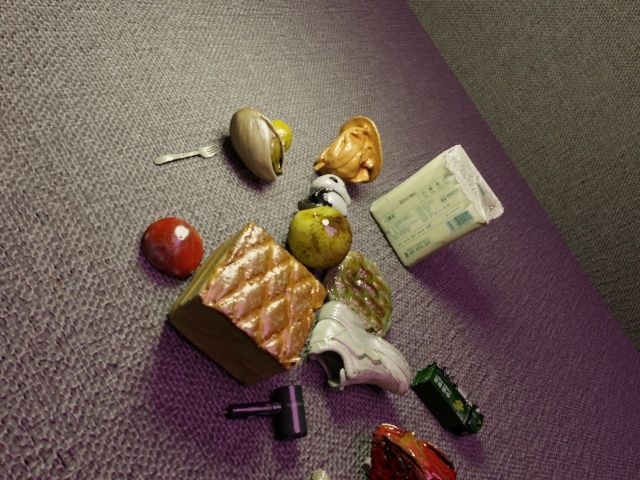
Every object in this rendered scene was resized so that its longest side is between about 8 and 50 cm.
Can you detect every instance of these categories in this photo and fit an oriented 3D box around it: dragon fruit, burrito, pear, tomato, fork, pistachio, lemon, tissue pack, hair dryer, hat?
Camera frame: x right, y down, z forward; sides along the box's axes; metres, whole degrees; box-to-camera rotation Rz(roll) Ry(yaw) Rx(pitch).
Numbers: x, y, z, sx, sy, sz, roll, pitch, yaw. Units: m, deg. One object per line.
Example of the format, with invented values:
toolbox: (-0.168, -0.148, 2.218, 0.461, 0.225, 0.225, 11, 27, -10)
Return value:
dragon fruit: (0.244, 0.638, 1.307, 0.330, 0.240, 0.302, 38, 26, -56)
burrito: (-0.016, 0.613, 1.156, 0.055, 0.041, 0.149, 53, 39, -23)
pear: (0.000, 0.000, 1.474, 0.197, 0.197, 0.197, 24, 50, -31)
tomato: (-0.348, 0.008, 1.206, 0.159, 0.091, 0.139, 53, 42, -6)
fork: (-0.376, -0.240, 1.400, 0.219, 0.028, 0.034, -27, 92, -45)
pistachio: (-0.192, -0.292, 1.504, 0.237, 0.153, 0.138, 57, 43, -8)
lemon: (-0.146, -0.338, 1.613, 0.109, 0.109, 0.133, 18, 31, -35)
tissue pack: (0.409, -0.117, 1.788, 0.207, 0.380, 0.297, -28, 86, -49)
hair dryer: (-0.135, 0.411, 1.167, 0.219, 0.071, 0.124, 10, 58, -31)
hat: (0.066, -0.289, 1.729, 0.233, 0.244, 0.233, -28, 76, -35)

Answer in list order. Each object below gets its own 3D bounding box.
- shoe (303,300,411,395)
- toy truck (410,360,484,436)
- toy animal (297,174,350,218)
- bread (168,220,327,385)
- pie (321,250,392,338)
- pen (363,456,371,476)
shoe: (0.097, 0.351, 1.379, 0.342, 0.132, 0.210, 43, 44, -6)
toy truck: (0.418, 0.521, 1.597, 0.259, 0.088, 0.121, 51, 40, -3)
toy animal: (0.021, -0.141, 1.618, 0.166, 0.138, 0.179, 49, 44, -32)
bread: (-0.171, 0.155, 1.187, 0.279, 0.207, 0.279, 42, 45, -18)
pie: (0.127, 0.169, 1.565, 0.306, 0.071, 0.306, 25, 47, -30)
pen: (0.193, 0.591, 1.377, 0.197, 0.032, 0.053, -17, 76, -46)
